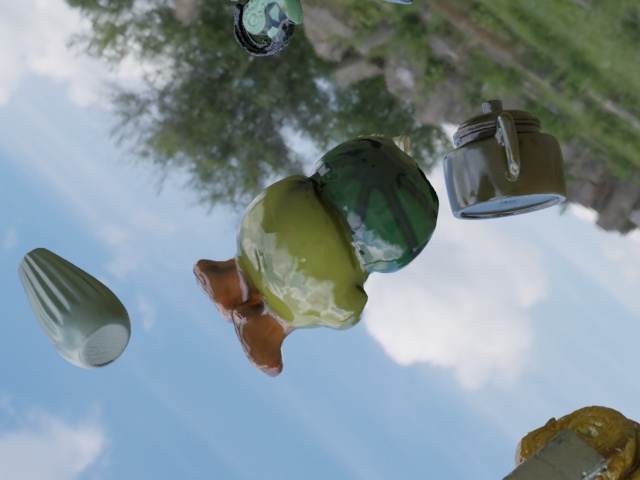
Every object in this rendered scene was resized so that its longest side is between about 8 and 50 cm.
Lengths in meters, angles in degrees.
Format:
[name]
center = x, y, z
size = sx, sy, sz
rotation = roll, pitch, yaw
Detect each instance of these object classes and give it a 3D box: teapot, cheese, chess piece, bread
[teapot]
center = 0.280, -0.135, 1.636
size = 0.268, 0.185, 0.175
rotation = 68, -168, -81
[cheese]
center = 0.223, 0.397, 1.446
size = 0.085, 0.400, 0.034
rotation = 46, 162, 37
[chess piece]
center = 0.109, -0.173, 1.859
size = 0.092, 0.035, 0.035
rotation = 10, -172, 22
[bread]
center = 0.399, 0.344, 1.597
size = 0.120, 0.236, 0.198
rotation = 67, 172, -15

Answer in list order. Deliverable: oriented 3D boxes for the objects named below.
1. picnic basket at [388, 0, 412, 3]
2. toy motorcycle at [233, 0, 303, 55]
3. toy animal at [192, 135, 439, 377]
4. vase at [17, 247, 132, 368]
[picnic basket]
center = 0.098, -0.487, 1.706
size = 0.129, 0.223, 0.297
rotation = 28, -174, -26
[toy motorcycle]
center = -0.102, -0.426, 1.446
size = 0.125, 0.196, 0.331
rotation = -11, -111, -56
[toy animal]
center = 0.001, -0.002, 1.370
size = 0.216, 0.338, 0.191
rotation = 48, 171, 31
[vase]
center = -0.412, 0.100, 1.722
size = 0.248, 0.128, 0.128
rotation = 40, -163, 36
